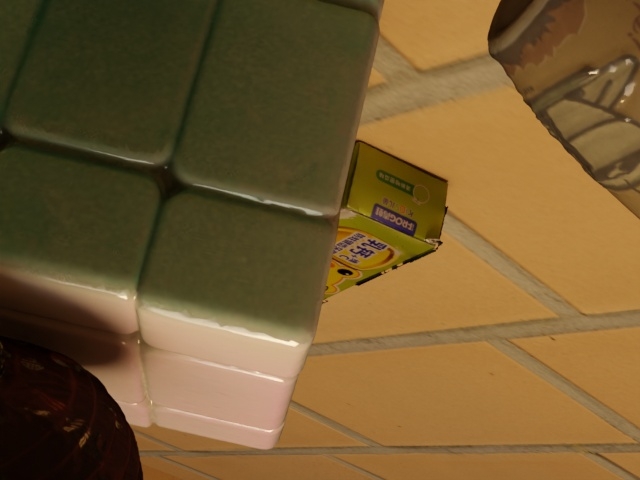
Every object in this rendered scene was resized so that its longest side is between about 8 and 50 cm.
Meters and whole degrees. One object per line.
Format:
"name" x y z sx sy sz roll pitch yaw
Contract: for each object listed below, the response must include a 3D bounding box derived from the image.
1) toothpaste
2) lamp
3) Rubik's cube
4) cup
"toothpaste" 0.000 0.000 1.133 0.110 0.077 0.327 24 154 -21
"lamp" -0.224 0.144 0.608 0.247 0.247 0.247 10 156 5
"Rubik's cube" -0.140 -0.056 0.779 0.316 0.321 0.319 11 157 -1
"cup" 0.258 -0.129 0.596 0.257 0.227 0.301 31 122 -10
